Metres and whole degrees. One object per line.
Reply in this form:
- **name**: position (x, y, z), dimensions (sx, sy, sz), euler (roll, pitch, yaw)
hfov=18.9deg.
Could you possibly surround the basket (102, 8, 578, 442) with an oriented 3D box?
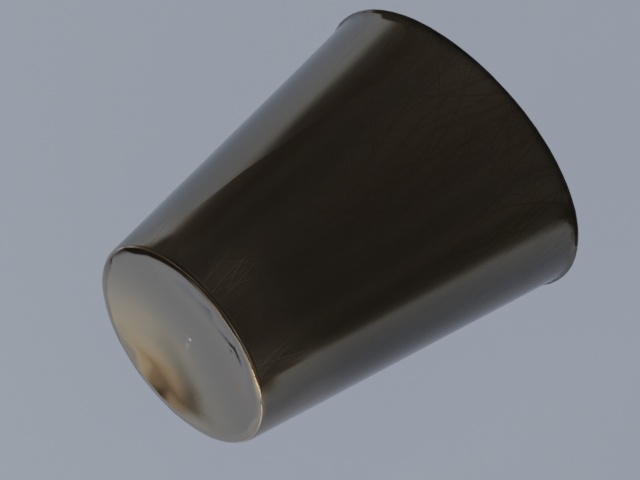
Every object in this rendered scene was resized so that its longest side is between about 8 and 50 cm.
- **basket**: position (0.000, 0.000, 1.093), dimensions (0.227, 0.154, 0.204), euler (-35, -104, -32)
